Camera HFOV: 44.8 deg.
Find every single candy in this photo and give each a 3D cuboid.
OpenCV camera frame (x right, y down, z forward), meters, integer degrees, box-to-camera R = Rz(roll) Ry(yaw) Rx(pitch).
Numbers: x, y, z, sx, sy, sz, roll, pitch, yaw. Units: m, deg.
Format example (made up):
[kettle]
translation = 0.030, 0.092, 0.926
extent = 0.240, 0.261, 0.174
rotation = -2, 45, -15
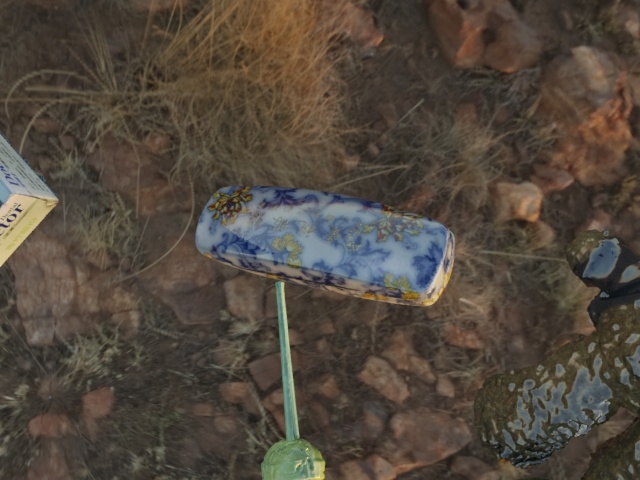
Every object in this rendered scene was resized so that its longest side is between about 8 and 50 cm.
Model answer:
[candy]
translation = -0.047, 0.219, 1.147
extent = 0.093, 0.092, 0.336
rotation = -1, 70, -10

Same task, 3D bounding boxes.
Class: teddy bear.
[teddy bear]
translation = 0.228, 0.071, 0.495
extent = 0.182, 0.129, 0.251
rotation = 37, 87, 5

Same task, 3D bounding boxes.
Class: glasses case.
[glasses case]
translation = 0.000, 0.000, 0.718
extent = 0.247, 0.065, 0.087
rotation = 9, 62, 24

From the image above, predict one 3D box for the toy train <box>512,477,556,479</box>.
[toy train]
translation = 0.111, 0.323, 0.542
extent = 0.307, 0.173, 0.249
rotation = -18, 114, 6

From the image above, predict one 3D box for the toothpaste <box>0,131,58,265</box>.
[toothpaste]
translation = -0.355, -0.123, 0.632
extent = 0.081, 0.067, 0.336
rotation = -46, 78, 8
